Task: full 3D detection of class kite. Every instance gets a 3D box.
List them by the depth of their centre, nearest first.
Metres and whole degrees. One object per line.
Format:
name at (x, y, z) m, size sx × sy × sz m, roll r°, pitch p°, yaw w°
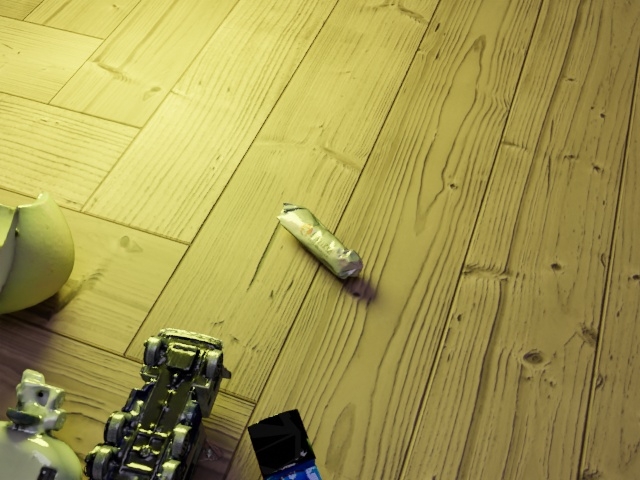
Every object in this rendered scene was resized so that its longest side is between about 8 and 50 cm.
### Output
kite at (-0.217, 0.339, 1.022) m, size 0.139 × 0.011 × 0.157 m, roll -7°, pitch 53°, yaw -1°

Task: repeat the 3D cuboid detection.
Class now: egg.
egg at (-0.531, 0.027, 1.175) m, size 0.271 × 0.162 × 0.206 m, roll -7°, pitch 82°, yaw 37°

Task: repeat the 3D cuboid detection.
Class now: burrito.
burrito at (0.000, 0.000, 1.237) m, size 0.064 × 0.064 × 0.203 m, roll -36°, pitch 58°, yaw -22°

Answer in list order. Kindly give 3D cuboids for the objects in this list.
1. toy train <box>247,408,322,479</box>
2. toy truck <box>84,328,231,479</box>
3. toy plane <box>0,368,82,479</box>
toy train at (-0.034, 0.353, 0.928) m, size 0.083 × 0.131 × 0.204 m, roll -18°, pitch 55°, yaw -12°
toy truck at (-0.225, 0.276, 0.973) m, size 0.124 × 0.155 × 0.268 m, roll 10°, pitch 50°, yaw 9°
toy plane at (-0.471, 0.320, 0.974) m, size 0.267 × 0.122 × 0.267 m, roll -2°, pitch 71°, yaw 7°
